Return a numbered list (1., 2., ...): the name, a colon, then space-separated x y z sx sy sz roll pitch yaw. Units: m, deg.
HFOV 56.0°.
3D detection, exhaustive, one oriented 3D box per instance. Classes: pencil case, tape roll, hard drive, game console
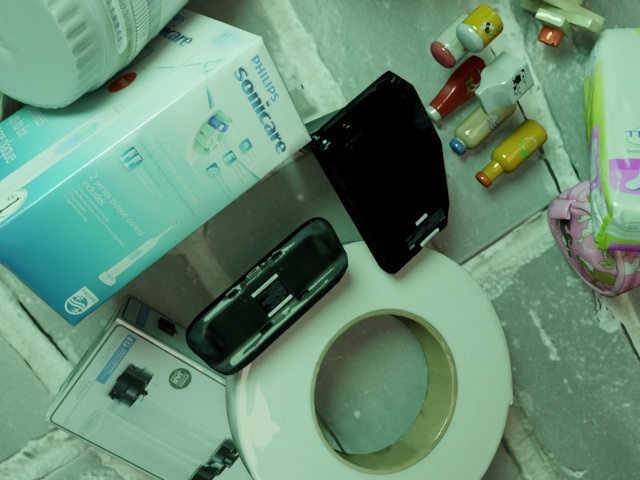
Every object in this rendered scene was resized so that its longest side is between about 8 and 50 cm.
1. pencil case: 0.510 -0.071 0.822 0.386 0.160 0.167 -29 62 -2
2. tape roll: 0.073 0.191 0.788 0.392 0.072 0.392 1 88 -20
3. hard drive: 0.008 -0.135 0.723 0.094 0.135 0.022 -24 105 -5
4. game console: 0.000 0.000 0.664 0.361 0.044 0.213 -42 132 -11

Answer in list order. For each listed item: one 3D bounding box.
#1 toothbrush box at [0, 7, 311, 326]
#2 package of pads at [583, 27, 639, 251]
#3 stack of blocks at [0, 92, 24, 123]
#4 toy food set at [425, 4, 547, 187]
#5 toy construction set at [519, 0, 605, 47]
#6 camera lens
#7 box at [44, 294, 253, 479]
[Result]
1. toothbrush box: -0.194 -0.094 0.613 0.295 0.216 0.126 -38 132 -12
2. package of pads: 0.439 -0.124 0.718 0.229 0.101 0.297 4 61 15
3. stack of blocks: -0.434 -0.129 0.666 0.171 0.087 0.297 10 101 -13
4. toy food set: 0.190 -0.176 0.751 0.104 0.111 0.232 -44 138 2
5. toy construction set: 0.290 -0.397 0.692 0.151 0.215 0.328 11 108 10
6. camera lens: -0.223 -0.286 0.556 0.219 0.219 0.274 39 58 -16
7. box: -0.182 0.223 0.798 0.290 0.087 0.169 37 94 -17
